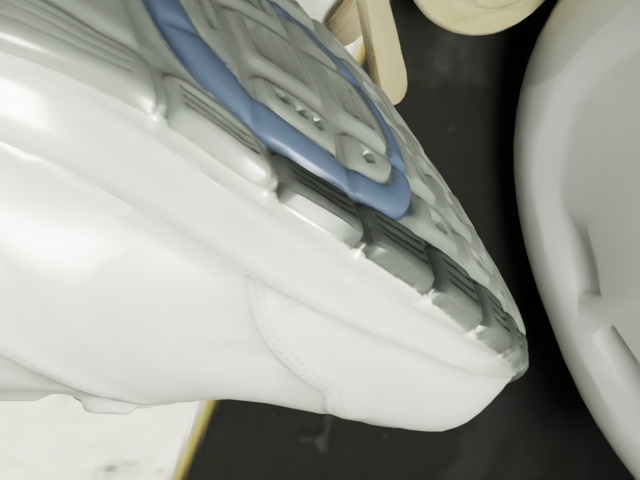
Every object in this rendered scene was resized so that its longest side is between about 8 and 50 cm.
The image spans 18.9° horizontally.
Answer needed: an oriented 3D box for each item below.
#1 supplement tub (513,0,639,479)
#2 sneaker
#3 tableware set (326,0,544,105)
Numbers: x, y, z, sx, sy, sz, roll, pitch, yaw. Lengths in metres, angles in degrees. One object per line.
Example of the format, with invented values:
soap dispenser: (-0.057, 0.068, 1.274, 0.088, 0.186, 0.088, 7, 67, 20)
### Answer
supplement tub: (0.233, -0.036, 0.579, 0.316, 0.193, 0.194, -20, 121, -26)
sneaker: (-0.083, -0.014, 0.436, 0.297, 0.111, 0.129, 23, 117, -27)
tableware set: (0.030, -0.143, 0.492, 0.128, 0.039, 0.194, -37, 134, -30)
